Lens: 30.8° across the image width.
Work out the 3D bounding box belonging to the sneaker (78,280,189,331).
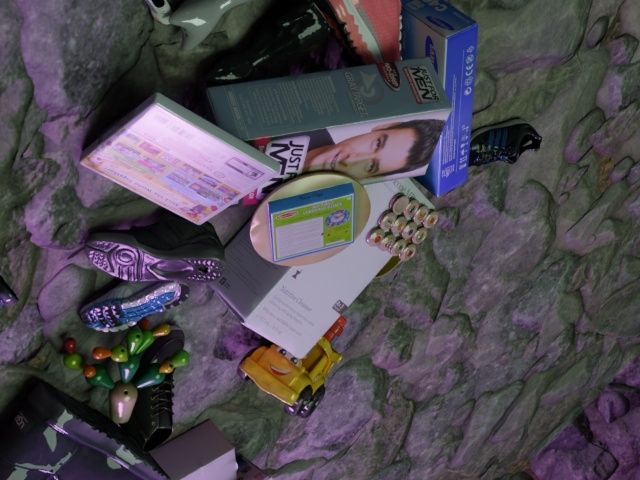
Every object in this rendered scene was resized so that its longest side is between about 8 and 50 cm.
[{"bbox_3d":[-0.313,0.089,1.944,0.190,0.083,0.071,-19,138,2],"label":"sneaker"}]

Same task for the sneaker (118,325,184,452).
[{"bbox_3d":[-0.284,0.268,2.092,0.083,0.118,0.222,8,117,-48],"label":"sneaker"}]

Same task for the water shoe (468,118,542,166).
[{"bbox_3d":[0.363,-0.190,2.352,0.203,0.080,0.073,-26,138,-26],"label":"water shoe"}]

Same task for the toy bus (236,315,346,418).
[{"bbox_3d":[-0.036,0.220,2.245,0.211,0.149,0.220,-53,166,-1],"label":"toy bus"}]

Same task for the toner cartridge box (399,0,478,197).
[{"bbox_3d":[0.188,-0.259,2.043,0.075,0.165,0.348,-28,139,-24],"label":"toner cartridge box"}]

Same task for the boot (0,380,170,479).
[{"bbox_3d":[-0.522,0.492,2.031,0.445,0.146,0.367,-49,134,-5],"label":"boot"}]

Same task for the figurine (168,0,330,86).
[{"bbox_3d":[-0.113,-0.328,1.745,0.209,0.092,0.215,-39,143,-4],"label":"figurine"}]

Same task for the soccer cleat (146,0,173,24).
[{"bbox_3d":[-0.230,-0.334,1.659,0.029,0.035,0.083,-42,143,-7],"label":"soccer cleat"}]

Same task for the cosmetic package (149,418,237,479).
[{"bbox_3d":[-0.286,0.472,2.297,0.238,0.107,0.127,-28,139,-29],"label":"cosmetic package"}]

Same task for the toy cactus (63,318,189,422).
[{"bbox_3d":[-0.341,0.226,2.001,0.219,0.112,0.181,-3,118,-32],"label":"toy cactus"}]

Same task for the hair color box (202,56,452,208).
[{"bbox_3d":[0.002,-0.171,1.858,0.374,0.114,0.185,-11,151,-17],"label":"hair color box"}]

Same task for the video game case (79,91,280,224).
[{"bbox_3d":[-0.210,-0.116,1.732,0.227,0.026,0.206,28,140,-31],"label":"video game case"}]

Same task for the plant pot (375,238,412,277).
[{"bbox_3d":[0.111,-0.009,2.243,0.134,0.095,0.134,-39,155,-22],"label":"plant pot"}]

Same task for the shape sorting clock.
[{"bbox_3d":[-0.017,-0.034,1.905,0.206,0.040,0.206,-13,142,-11],"label":"shape sorting clock"}]

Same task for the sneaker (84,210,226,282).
[{"bbox_3d":[-0.271,-0.001,1.899,0.227,0.130,0.087,3,131,-14],"label":"sneaker"}]

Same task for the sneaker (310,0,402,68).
[{"bbox_3d":[0.096,-0.348,1.910,0.136,0.116,0.314,-45,144,-5],"label":"sneaker"}]

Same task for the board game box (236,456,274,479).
[{"bbox_3d":[-0.238,0.569,2.369,0.305,0.193,0.053,-36,103,-15],"label":"board game box"}]

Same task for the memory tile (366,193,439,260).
[{"bbox_3d":[0.151,-0.022,2.091,0.148,0.012,0.113,23,105,-51],"label":"memory tile"}]

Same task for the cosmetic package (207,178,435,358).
[{"bbox_3d":[0.000,0.000,2.099,0.385,0.156,0.217,-48,142,3],"label":"cosmetic package"}]

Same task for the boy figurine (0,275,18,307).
[{"bbox_3d":[-0.578,0.152,1.713,0.285,0.092,0.177,-45,144,-3],"label":"boy figurine"}]
